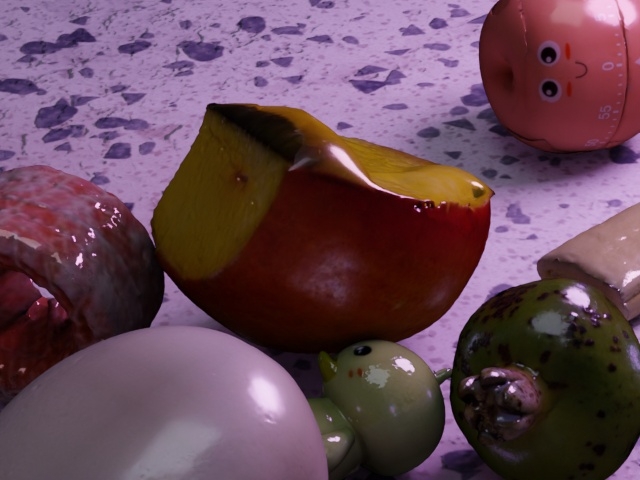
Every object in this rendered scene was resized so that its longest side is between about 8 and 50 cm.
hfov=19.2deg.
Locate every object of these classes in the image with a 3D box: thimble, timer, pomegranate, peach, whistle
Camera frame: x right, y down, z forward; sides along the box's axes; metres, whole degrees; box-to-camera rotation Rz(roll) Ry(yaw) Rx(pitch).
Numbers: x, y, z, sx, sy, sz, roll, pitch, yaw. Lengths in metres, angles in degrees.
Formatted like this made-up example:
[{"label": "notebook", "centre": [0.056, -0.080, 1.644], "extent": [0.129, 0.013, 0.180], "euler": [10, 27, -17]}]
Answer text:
[{"label": "thimble", "centre": [-0.289, 0.048, 1.944], "extent": [0.239, 0.239, 0.162], "euler": [9, 35, 20]}, {"label": "timer", "centre": [0.310, -0.219, 2.291], "extent": [0.215, 0.229, 0.229], "euler": [-11, 33, -11]}, {"label": "pomegranate", "centre": [0.201, 0.137, 1.753], "extent": [0.202, 0.202, 0.248], "euler": [15, 8, 28]}, {"label": "peach", "centre": [0.000, 0.000, 1.904], "extent": [0.306, 0.242, 0.380], "euler": [26, 5, 33]}, {"label": "whistle", "centre": [-0.006, 0.176, 1.788], "extent": [0.294, 0.141, 0.141], "euler": [-15, 34, -16]}]

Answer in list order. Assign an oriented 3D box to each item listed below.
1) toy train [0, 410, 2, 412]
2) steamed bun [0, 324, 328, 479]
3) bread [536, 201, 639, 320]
[{"label": "toy train", "centre": [-0.366, 0.254, 1.686], "extent": [0.129, 0.159, 0.326], "euler": [11, 34, 19]}, {"label": "steamed bun", "centre": [-0.156, 0.205, 1.600], "extent": [0.324, 0.206, 0.324], "euler": [-18, 32, 12]}, {"label": "bread", "centre": [0.343, 0.017, 2.068], "extent": [0.178, 0.060, 0.139], "euler": [-28, 39, -33]}]
